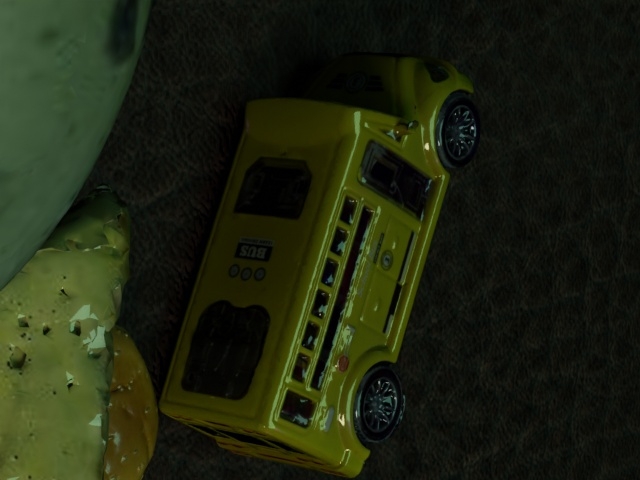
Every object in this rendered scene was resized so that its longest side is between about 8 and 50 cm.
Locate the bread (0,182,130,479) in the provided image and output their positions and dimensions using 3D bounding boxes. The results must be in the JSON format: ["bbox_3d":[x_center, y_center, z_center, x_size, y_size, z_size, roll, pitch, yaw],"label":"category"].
[{"bbox_3d":[-0.162,0.163,1.091,0.315,0.248,0.279,-42,90,-21],"label":"bread"}]

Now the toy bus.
[{"bbox_3d":[0.000,0.000,1.449,0.151,0.145,0.331,30,71,-48],"label":"toy bus"}]

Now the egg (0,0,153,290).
[{"bbox_3d":[-0.251,-0.141,0.943,0.345,0.345,0.428,-14,113,-51],"label":"egg"}]

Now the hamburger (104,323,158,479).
[{"bbox_3d":[-0.175,0.124,1.288,0.147,0.083,0.138,-34,120,-41],"label":"hamburger"}]
